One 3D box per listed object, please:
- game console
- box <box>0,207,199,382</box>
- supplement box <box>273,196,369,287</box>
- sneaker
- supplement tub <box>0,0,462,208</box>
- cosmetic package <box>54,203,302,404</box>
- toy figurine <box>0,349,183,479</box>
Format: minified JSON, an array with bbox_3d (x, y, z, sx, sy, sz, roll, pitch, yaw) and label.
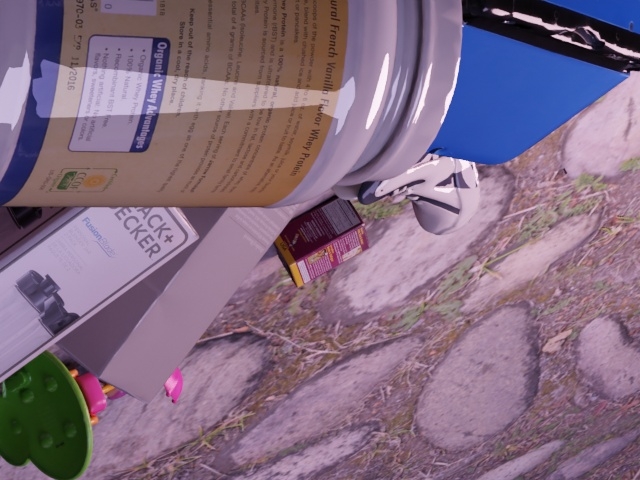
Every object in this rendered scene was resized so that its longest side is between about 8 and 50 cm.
[{"bbox_3d":[0.143,-0.200,1.370,0.173,0.250,0.293,0,176,38],"label":"game console"},{"bbox_3d":[-0.247,0.015,1.207,0.290,0.169,0.087,-37,130,-2],"label":"box"},{"bbox_3d":[0.000,0.000,1.628,0.083,0.043,0.055,-29,153,-6],"label":"supplement box"},{"bbox_3d":[0.060,-0.067,1.524,0.153,0.094,0.235,-24,152,-14],"label":"sneaker"},{"bbox_3d":[-0.095,-0.133,1.040,0.316,0.228,0.228,0,141,-30],"label":"supplement tub"},{"bbox_3d":[-0.123,-0.006,1.321,0.238,0.127,0.107,-52,153,0],"label":"cosmetic package"},{"bbox_3d":[-0.207,0.143,1.595,0.159,0.130,0.173,-21,175,-42],"label":"toy figurine"}]
